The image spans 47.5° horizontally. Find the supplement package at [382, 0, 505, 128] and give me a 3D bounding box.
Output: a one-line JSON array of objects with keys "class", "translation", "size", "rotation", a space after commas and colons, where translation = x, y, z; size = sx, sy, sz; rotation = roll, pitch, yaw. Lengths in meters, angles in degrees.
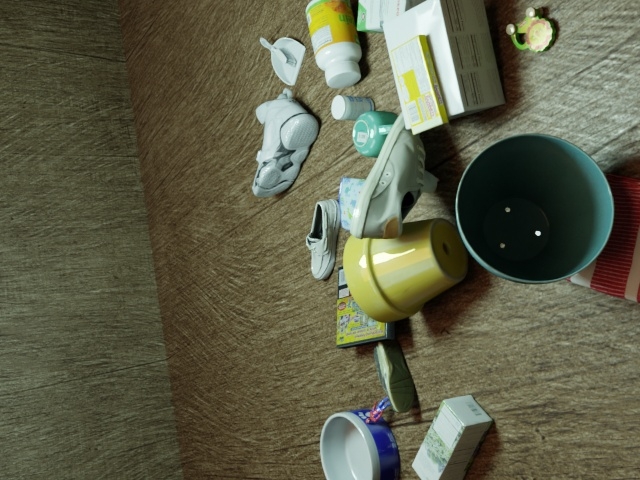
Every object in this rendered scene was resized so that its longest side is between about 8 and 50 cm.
[{"class": "supplement package", "translation": [0.287, -0.417, 1.708], "size": [0.204, 0.145, 0.262], "rotation": [-7, 97, 57]}]

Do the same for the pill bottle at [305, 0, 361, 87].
[{"class": "pill bottle", "translation": [0.045, -0.578, 2.119], "size": [0.136, 0.136, 0.245], "rotation": [-30, 68, 54]}]

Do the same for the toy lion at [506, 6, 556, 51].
[{"class": "toy lion", "translation": [0.464, -0.451, 1.584], "size": [0.100, 0.034, 0.096], "rotation": [-34, 71, 53]}]

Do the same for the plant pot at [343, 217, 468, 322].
[{"class": "plant pot", "translation": [0.226, 0.056, 1.811], "size": [0.239, 0.254, 0.254], "rotation": [-23, 72, 38]}]

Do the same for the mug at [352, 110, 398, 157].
[{"class": "mug", "translation": [0.155, -0.302, 2.003], "size": [0.158, 0.097, 0.129], "rotation": [-53, 49, 45]}]

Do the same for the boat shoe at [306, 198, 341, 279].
[{"class": "boat shoe", "translation": [0.000, 0.000, 2.271], "size": [0.096, 0.088, 0.267], "rotation": [43, 127, 47]}]

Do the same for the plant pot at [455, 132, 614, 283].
[{"class": "plant pot", "translation": [0.408, -0.042, 1.449], "size": [0.195, 0.290, 0.290], "rotation": [70, -172, -76]}]

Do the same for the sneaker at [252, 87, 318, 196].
[{"class": "sneaker", "translation": [-0.145, -0.327, 2.438], "size": [0.366, 0.137, 0.210], "rotation": [-56, 47, 36]}]

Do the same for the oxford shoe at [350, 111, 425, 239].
[{"class": "oxford shoe", "translation": [0.198, -0.165, 1.781], "size": [0.169, 0.130, 0.449], "rotation": [92, -162, -50]}]

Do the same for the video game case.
[{"class": "video game case", "translation": [0.127, 0.173, 2.082], "size": [0.275, 0.035, 0.248], "rotation": [-25, 60, 59]}]

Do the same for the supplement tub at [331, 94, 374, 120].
[{"class": "supplement tub", "translation": [0.094, -0.378, 2.083], "size": [0.071, 0.107, 0.071], "rotation": [5, 96, 56]}]

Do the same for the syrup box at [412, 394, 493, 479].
[{"class": "syrup box", "translation": [0.323, 0.506, 1.800], "size": [0.093, 0.096, 0.237], "rotation": [50, 132, 46]}]

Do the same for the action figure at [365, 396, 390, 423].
[{"class": "action figure", "translation": [0.168, 0.473, 2.051], "size": [0.115, 0.030, 0.038], "rotation": [-50, 50, 8]}]

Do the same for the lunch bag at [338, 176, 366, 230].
[{"class": "lunch bag", "translation": [0.117, -0.098, 2.079], "size": [0.129, 0.096, 0.151], "rotation": [13, 93, 56]}]

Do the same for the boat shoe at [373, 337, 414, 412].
[{"class": "boat shoe", "translation": [0.198, 0.373, 2.008], "size": [0.073, 0.080, 0.223], "rotation": [129, 134, -53]}]

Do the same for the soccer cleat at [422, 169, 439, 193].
[{"class": "soccer cleat", "translation": [0.231, -0.178, 1.913], "size": [0.196, 0.076, 0.068], "rotation": [40, 124, 49]}]

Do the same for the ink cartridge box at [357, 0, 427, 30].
[{"class": "ink cartridge box", "translation": [0.194, -0.635, 1.930], "size": [0.208, 0.087, 0.153], "rotation": [22, 110, 55]}]

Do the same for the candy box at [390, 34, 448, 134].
[{"class": "candy box", "translation": [0.226, -0.355, 1.667], "size": [0.105, 0.027, 0.206], "rotation": [-13, 93, 55]}]

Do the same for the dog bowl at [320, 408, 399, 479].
[{"class": "dog bowl", "translation": [0.112, 0.631, 2.128], "size": [0.265, 0.104, 0.265], "rotation": [6, 98, 56]}]

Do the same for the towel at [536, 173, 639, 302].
[{"class": "towel", "translation": [0.536, -0.027, 1.493], "size": [0.329, 0.037, 0.237], "rotation": [24, 113, 54]}]

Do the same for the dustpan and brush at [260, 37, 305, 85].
[{"class": "dustpan and brush", "translation": [-0.140, -0.638, 2.469], "size": [0.211, 0.060, 0.147], "rotation": [53, 134, 41]}]
